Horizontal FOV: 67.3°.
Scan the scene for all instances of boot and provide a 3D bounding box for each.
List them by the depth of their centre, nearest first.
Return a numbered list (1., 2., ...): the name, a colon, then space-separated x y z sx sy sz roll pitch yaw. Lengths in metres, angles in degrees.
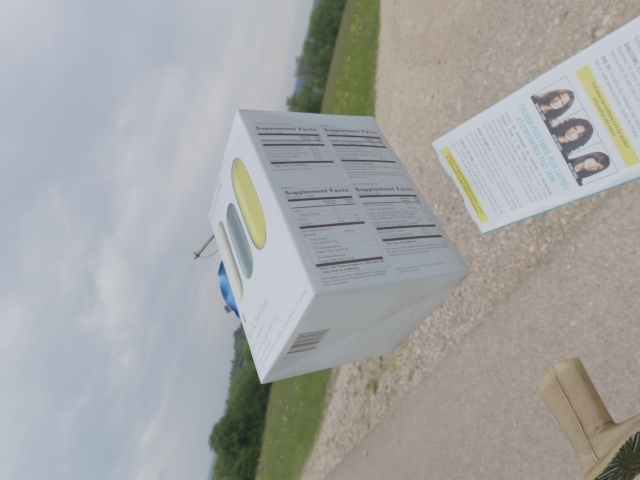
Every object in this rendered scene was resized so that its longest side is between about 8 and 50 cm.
1. boot: 0.564 0.335 0.978 0.236 0.089 0.269 -60 11 27

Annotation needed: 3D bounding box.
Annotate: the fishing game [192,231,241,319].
1. fishing game: -0.103 0.072 0.864 0.189 0.264 0.041 -47 -1 13

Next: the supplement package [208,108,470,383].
1. supplement package: 0.000 0.000 0.603 0.262 0.198 0.199 66 146 31

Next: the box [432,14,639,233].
1. box: 0.210 -0.093 0.366 0.060 0.100 0.244 -31 3 -38
